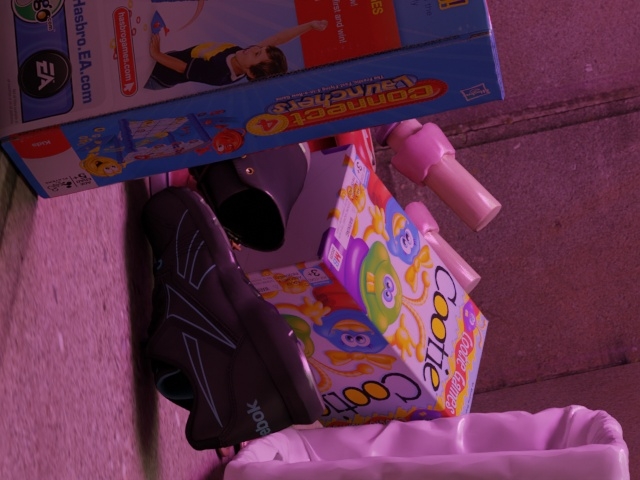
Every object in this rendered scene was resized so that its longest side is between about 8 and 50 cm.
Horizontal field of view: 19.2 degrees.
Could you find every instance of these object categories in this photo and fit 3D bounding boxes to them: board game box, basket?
[{"bbox_3d":[0.027,0.060,1.801,0.275,0.142,0.144,51,41,-38],"label":"board game box"},{"bbox_3d":[0.105,0.292,1.629,0.328,0.331,0.266,-1,86,-84],"label":"basket"},{"bbox_3d":[-0.060,-0.205,1.212,0.086,0.302,0.308,68,12,-63],"label":"board game box"}]

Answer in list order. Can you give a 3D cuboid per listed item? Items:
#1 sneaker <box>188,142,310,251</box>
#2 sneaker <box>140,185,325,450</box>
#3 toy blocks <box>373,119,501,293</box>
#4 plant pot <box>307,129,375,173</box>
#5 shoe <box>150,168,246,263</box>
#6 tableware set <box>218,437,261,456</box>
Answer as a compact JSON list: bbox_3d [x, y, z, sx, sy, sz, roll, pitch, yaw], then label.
[{"bbox_3d":[-0.091,-0.095,1.498,0.222,0.083,0.118,42,27,-22],"label":"sneaker"},{"bbox_3d":[-0.095,0.054,1.430,0.267,0.106,0.101,54,-9,47],"label":"sneaker"},{"bbox_3d":[0.000,0.000,2.114,0.260,0.309,0.288,46,-16,15],"label":"toy blocks"},{"bbox_3d":[-0.043,-0.118,1.897,0.191,0.174,0.191,-14,90,-85],"label":"plant pot"},{"bbox_3d":[-0.093,0.001,1.578,0.063,0.081,0.178,70,10,-55],"label":"shoe"},{"bbox_3d":[-0.074,0.180,1.712,0.141,0.020,0.168,-79,160,-64],"label":"tableware set"}]
